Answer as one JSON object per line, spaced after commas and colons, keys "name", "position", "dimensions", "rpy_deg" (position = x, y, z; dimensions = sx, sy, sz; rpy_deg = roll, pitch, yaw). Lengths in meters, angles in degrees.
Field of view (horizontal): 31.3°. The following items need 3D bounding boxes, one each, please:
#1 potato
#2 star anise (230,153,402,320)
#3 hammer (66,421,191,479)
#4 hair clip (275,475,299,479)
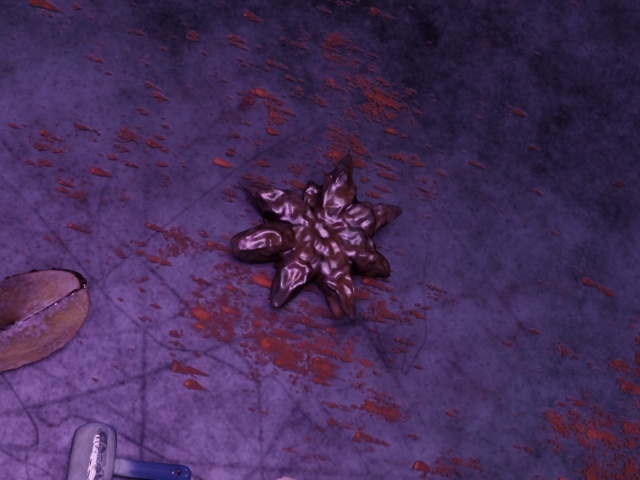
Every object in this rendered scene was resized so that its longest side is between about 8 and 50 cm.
{"name": "potato", "position": [-0.476, 0.132, 1.786], "dimensions": [0.261, 0.100, 0.120], "rpy_deg": [-27, 41, -9]}
{"name": "star anise", "position": [-0.006, -0.018, 1.954], "dimensions": [0.315, 0.108, 0.315], "rpy_deg": [3, 77, -13]}
{"name": "hammer", "position": [-0.291, 0.349, 1.764], "dimensions": [0.194, 0.069, 0.116], "rpy_deg": [12, 67, -21]}
{"name": "hair clip", "position": [-0.104, 0.398, 1.812], "dimensions": [0.226, 0.034, 0.072], "rpy_deg": [-9, 73, -20]}
